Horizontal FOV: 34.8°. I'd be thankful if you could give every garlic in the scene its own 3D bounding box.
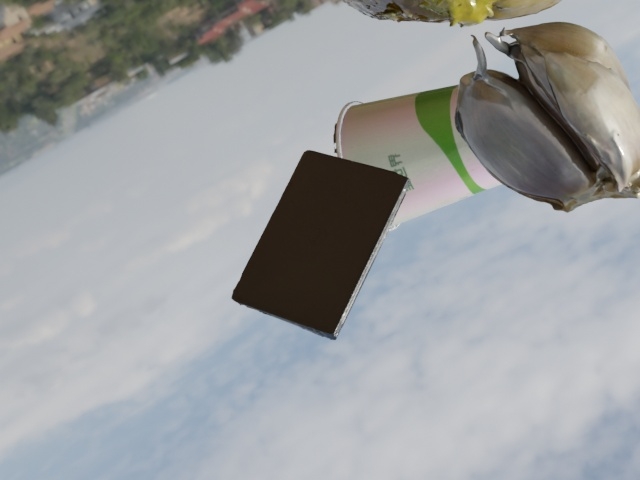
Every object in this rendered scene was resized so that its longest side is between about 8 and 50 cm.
[{"bbox_3d":[0.284,-0.151,1.256,0.210,0.292,0.237,-41,-174,12],"label":"garlic"}]

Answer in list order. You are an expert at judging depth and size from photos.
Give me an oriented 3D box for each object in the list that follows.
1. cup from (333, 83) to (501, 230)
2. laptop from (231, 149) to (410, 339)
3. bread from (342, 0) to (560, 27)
[{"bbox_3d":[0.198,-0.166,1.845,0.274,0.253,0.253,-15,-163,31],"label":"cup"},{"bbox_3d":[0.000,0.000,1.090,0.135,0.016,0.197,19,-109,26],"label":"laptop"},{"bbox_3d":[0.073,-0.271,0.694,0.195,0.246,0.176,5,-152,36],"label":"bread"}]
